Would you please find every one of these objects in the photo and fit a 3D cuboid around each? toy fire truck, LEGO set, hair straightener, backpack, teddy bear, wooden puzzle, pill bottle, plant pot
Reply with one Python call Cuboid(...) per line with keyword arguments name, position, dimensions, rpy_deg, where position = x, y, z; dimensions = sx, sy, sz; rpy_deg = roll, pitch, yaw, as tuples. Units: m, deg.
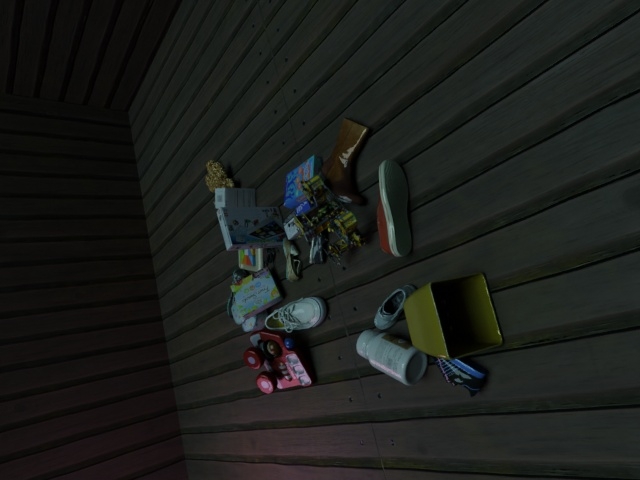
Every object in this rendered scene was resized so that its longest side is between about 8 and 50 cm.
Cuboid(name="toy fire truck", position=(-0.181, 0.525, 1.936), dimensions=(0.253, 0.169, 0.302), rpy_deg=(-23, 97, 31))
Cuboid(name="LEGO set", position=(-0.004, -0.064, 1.636), dimensions=(0.331, 0.192, 0.255), rpy_deg=(52, 172, 23))
Cuboid(name="hair straightener", position=(-0.255, 0.053, 2.090), dimensions=(0.089, 0.047, 0.231), rpy_deg=(39, 130, 46))
Cuboid(name="backpack", position=(-0.352, 0.361, 2.174), dimensions=(0.166, 0.144, 0.189), rpy_deg=(-49, 59, 33))
Cuboid(name="teddy bear", position=(-0.572, -0.317, 2.418), dimensions=(0.338, 0.113, 0.245), rpy_deg=(59, 134, 30))
Cuboid(name="wooden puzzle", position=(-0.369, 0.047, 2.239), dimensions=(0.238, 0.044, 0.221), rpy_deg=(1, 93, 54))
Cuboid(name="pill bottle", position=(0.238, 0.389, 1.483), dimensions=(0.229, 0.131, 0.131), rpy_deg=(15, 104, 49))
Cuboid(name="plant pot", position=(0.368, 0.229, 1.280), dimensions=(0.187, 0.212, 0.213), rpy_deg=(-33, 67, 59))

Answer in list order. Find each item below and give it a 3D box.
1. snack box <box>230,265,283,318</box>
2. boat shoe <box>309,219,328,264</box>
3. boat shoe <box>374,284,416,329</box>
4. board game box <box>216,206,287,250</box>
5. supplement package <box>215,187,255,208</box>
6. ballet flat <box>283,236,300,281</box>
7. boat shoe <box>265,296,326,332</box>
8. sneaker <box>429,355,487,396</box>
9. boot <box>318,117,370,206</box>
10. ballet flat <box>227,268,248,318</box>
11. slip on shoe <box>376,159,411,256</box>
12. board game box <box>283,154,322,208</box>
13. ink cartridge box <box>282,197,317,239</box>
Cuboid(name="snack box", position=(-0.304, 0.250, 2.077), dimensions=(0.207, 0.070, 0.175), rpy_deg=(-29, 63, 2))
Cuboid(name="boat shoe", position=(0.000, 0.000, 1.815), dimensions=(0.064, 0.075, 0.206), rpy_deg=(9, 96, 6))
Cuboid(name="boat shoe", position=(0.242, 0.234, 1.508), dimensions=(0.228, 0.081, 0.079), rpy_deg=(-55, 53, 35))
Cuboid(name="board game box", position=(-0.300, -0.059, 1.960), dimensions=(0.053, 0.305, 0.193), rpy_deg=(-40, 62, 46))
Cuboid(name="supplement package", position=(-0.431, -0.214, 2.202), dimensions=(0.105, 0.179, 0.105), rpy_deg=(4, 95, 49))
Cuboid(name="ballet flat", position=(-0.123, 0.082, 1.957), dimensions=(0.067, 0.073, 0.207), rpy_deg=(-9, 88, 22))
Cuboid(name="boat shoe", position=(-0.134, 0.332, 1.899), dimensions=(0.367, 0.156, 0.136), rpy_deg=(-23, 75, 48))
Cuboid(name="sneaker", position=(0.393, 0.386, 1.339), dimensions=(0.232, 0.081, 0.091), rpy_deg=(29, 107, 44))
Cuboid(name="boot", position=(0.124, -0.295, 1.642), dimensions=(0.264, 0.096, 0.281), rpy_deg=(50, 120, 45))
Cuboid(name="ballet flat", position=(-0.435, 0.294, 2.308), dimensions=(0.096, 0.095, 0.281), rpy_deg=(16, 104, 36))
Cuboid(name="slip on shoe", position=(0.235, -0.109, 1.477), dimensions=(0.101, 0.122, 0.332), rpy_deg=(-3, 95, 54))
Cuboid(name="board game box", position=(-0.077, -0.247, 1.850), dimensions=(0.210, 0.047, 0.160), rpy_deg=(-26, 54, 47))
Cuboid(name="ink cartridge box", position=(-0.086, -0.093, 1.904), dimensions=(0.207, 0.046, 0.097), rpy_deg=(-39, 64, 43))
